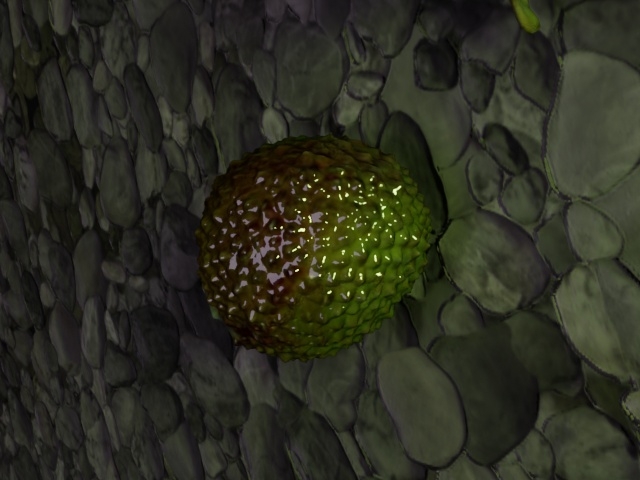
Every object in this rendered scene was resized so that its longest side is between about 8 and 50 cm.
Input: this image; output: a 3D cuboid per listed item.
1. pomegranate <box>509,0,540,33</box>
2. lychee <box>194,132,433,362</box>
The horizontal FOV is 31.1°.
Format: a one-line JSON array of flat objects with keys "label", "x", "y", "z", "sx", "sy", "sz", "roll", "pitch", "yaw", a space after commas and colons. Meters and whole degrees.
[{"label": "pomegranate", "x": 0.048, "y": -0.204, "z": 0.656, "sx": 0.220, "sy": 0.156, "sz": 0.156, "roll": 48, "pitch": 136, "yaw": 27}, {"label": "lychee", "x": 0.000, "y": 0.000, "z": 0.784, "sx": 0.171, "sy": 0.171, "sz": 0.171, "roll": 21, "pitch": 117, "yaw": 49}]
